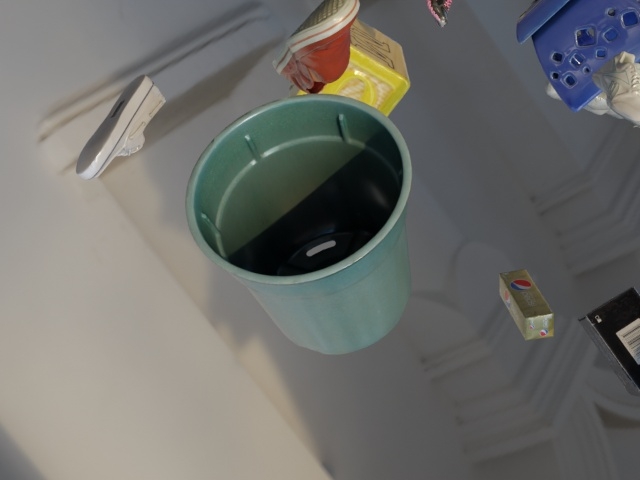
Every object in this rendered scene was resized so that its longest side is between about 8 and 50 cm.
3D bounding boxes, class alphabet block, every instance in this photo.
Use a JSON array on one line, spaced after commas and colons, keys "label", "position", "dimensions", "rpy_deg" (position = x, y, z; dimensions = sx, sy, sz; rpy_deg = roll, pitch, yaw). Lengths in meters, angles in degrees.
[{"label": "alphabet block", "position": [0.058, -0.349, 2.003], "dimensions": [0.192, 0.194, 0.197], "rpy_deg": [-54, -159, 28]}]

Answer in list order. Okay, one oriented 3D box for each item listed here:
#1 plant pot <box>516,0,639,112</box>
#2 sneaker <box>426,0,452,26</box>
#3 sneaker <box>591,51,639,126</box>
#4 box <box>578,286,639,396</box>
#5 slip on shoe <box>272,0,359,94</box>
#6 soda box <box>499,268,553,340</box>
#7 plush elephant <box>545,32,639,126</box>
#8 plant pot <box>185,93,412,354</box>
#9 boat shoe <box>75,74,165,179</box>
[{"label": "plant pot", "position": [0.525, -0.423, 1.830], "dimensions": [0.236, 0.212, 0.236], "rpy_deg": [-42, -177, 34]}, {"label": "sneaker", "position": [0.224, -0.443, 1.726], "dimensions": [0.057, 0.047, 0.119], "rpy_deg": [-18, -125, 16]}, {"label": "sneaker", "position": [0.416, -0.206, 1.270], "dimensions": [0.061, 0.054, 0.152], "rpy_deg": [-53, -151, 30]}, {"label": "box", "position": [0.508, 0.166, 1.537], "dimensions": [0.093, 0.156, 0.158], "rpy_deg": [-34, 169, 4]}, {"label": "slip on shoe", "position": [0.007, -0.303, 1.472], "dimensions": [0.123, 0.101, 0.331], "rpy_deg": [-47, -174, -12]}, {"label": "soda box", "position": [0.429, 0.133, 1.971], "dimensions": [0.061, 0.058, 0.181], "rpy_deg": [-9, -151, -3]}, {"label": "plush elephant", "position": [0.724, -0.412, 2.174], "dimensions": [0.272, 0.330, 0.255], "rpy_deg": [-45, 167, -44]}, {"label": "plant pot", "position": [0.000, 0.000, 1.512], "dimensions": [0.341, 0.341, 0.334], "rpy_deg": [-38, 147, -10]}, {"label": "boat shoe", "position": [-0.387, -0.212, 1.867], "dimensions": [0.095, 0.084, 0.258], "rpy_deg": [-1, -127, 50]}]
